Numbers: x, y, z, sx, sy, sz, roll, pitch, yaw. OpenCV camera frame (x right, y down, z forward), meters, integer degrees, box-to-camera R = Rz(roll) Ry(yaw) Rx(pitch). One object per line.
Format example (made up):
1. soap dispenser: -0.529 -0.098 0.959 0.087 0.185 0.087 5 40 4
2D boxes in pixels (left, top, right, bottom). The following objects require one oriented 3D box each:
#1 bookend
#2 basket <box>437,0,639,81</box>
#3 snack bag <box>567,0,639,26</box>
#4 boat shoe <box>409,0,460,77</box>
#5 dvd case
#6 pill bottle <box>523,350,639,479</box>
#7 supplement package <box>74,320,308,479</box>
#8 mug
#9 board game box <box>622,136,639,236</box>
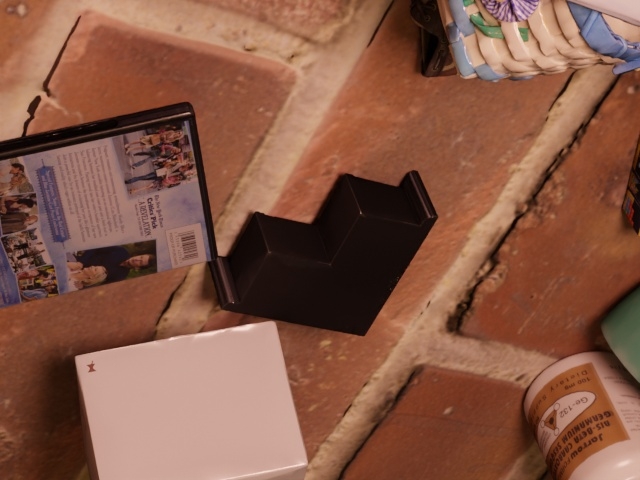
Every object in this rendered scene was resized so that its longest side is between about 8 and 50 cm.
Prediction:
1. bookend: 0.000 0.000 1.550 0.157 0.072 0.156 11 126 -27
2. basket: 0.218 -0.242 1.242 0.289 0.254 0.201 -22 175 26
3. snack bag: 0.139 -0.328 1.084 0.323 0.037 0.342 15 114 -6
4. boat shoe: 0.102 -0.196 1.417 0.049 0.056 0.152 -20 135 -8
5. dvd case: -0.225 -0.025 1.487 0.253 0.022 0.180 -13 133 -7
6. pill bottle: 0.312 0.239 1.765 0.131 0.229 0.131 -9 133 -10
7. supplement package: -0.126 0.197 1.593 0.194 0.149 0.203 -10 156 -10
8. mug: 0.371 0.094 1.738 0.129 0.158 0.097 40 110 -14
9. board game box: 0.394 -0.078 1.629 0.170 0.048 0.141 -8 134 -12
